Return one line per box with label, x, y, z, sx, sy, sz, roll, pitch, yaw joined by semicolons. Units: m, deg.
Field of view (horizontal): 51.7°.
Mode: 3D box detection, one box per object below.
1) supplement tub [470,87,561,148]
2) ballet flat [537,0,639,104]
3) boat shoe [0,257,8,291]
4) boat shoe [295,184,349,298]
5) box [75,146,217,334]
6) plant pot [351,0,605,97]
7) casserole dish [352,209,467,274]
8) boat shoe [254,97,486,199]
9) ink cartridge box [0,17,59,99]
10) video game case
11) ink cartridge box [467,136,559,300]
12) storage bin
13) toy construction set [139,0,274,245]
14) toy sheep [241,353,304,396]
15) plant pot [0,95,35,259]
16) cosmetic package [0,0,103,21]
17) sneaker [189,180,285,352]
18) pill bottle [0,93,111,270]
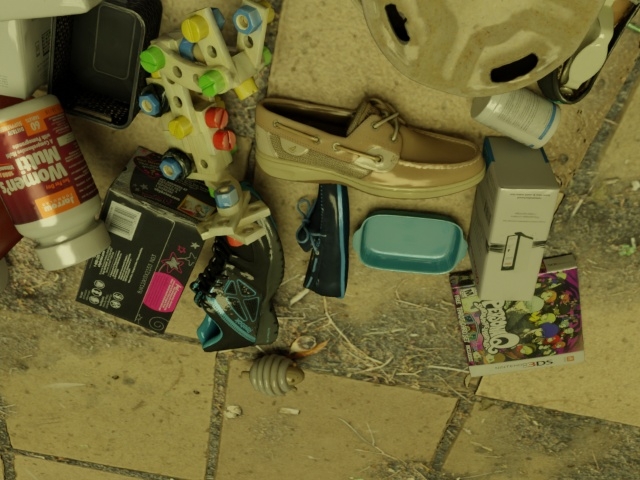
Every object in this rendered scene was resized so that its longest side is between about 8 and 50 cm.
supplement tub;0.274;-0.180;0.927;0.107;0.071;0.071;24;125;-11
ballet flat;0.362;-0.291;0.818;0.095;0.096;0.281;13;127;-4
boat shoe;-0.660;-0.007;1.145;0.088;0.096;0.268;-20;121;24
boat shoe;0.000;0.000;1.070;0.088;0.109;0.259;5;125;7
box;-0.278;0.002;1.079;0.163;0.142;0.247;23;124;-10
plant pot;0.154;-0.313;0.695;0.333;0.306;0.334;3;127;4
casserole dish;0.147;-0.001;1.095;0.188;0.037;0.114;5;127;2
boat shoe;0.070;-0.139;0.947;0.340;0.122;0.110;5;126;5
ink cartridge box;-0.514;-0.354;0.848;0.309;0.130;0.272;10;124;-2
video game case;0.352;0.140;1.173;0.210;0.042;0.232;-10;124;12
ink cartridge box;0.281;-0.031;0.988;0.085;0.148;0.203;1;128;3
storage bin;-0.301;-0.262;0.922;0.121;0.084;0.180;17;127;-7
toy construction set;-0.146;-0.159;0.915;0.214;0.151;0.328;9;113;31
toy sheep;-0.094;0.264;1.290;0.132;0.091;0.091;-7;126;18
plant pot;-0.543;-0.066;0.981;0.272;0.265;0.273;3;127;4
cosmetic package;-0.456;-0.343;0.678;0.452;0.162;0.230;-4;122;7
sneaker;-0.142;0.062;1.093;0.139;0.125;0.341;-13;129;-21
pill bottle;-0.378;-0.078;0.911;0.121;0.121;0.221;-13;109;15
